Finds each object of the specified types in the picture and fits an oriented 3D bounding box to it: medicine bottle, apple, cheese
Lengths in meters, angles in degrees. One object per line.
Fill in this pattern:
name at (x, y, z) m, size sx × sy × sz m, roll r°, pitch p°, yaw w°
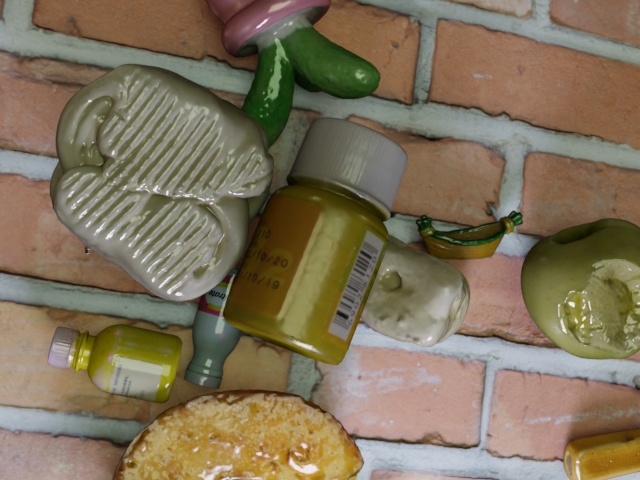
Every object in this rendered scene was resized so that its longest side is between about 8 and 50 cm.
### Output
medicine bottle at (-0.184, 0.154, 1.421) m, size 0.091 × 0.090 × 0.216 m, roll 17°, pitch 84°, yaw -11°
medicine bottle at (-0.357, 0.204, 1.365) m, size 0.213 × 0.122 × 0.121 m, roll 14°, pitch 84°, yaw -11°
apple at (0.521, 0.091, 1.506) m, size 0.279 × 0.279 × 0.279 m, roll 1°, pitch 87°, yaw -13°
cheese at (0.159, 0.095, 1.481) m, size 0.248 × 0.251 × 0.173 m, roll 26°, pitch 95°, yaw 26°
medicine bottle at (0.000, 0.000, 1.353) m, size 0.224 × 0.224 × 0.384 m, roll 23°, pitch 80°, yaw -10°

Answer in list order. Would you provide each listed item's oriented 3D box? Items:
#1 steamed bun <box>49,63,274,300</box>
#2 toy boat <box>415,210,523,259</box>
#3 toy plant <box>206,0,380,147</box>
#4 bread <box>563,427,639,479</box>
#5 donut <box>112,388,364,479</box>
steamed bun at (-0.279, -0.114, 1.332) m, size 0.368 × 0.255 × 0.342 m, roll 39°, pitch 85°, yaw -23°
toy boat at (0.289, -0.014, 1.536) m, size 0.230 × 0.089 × 0.088 m, roll -2°, pitch 108°, yaw -20°
toy plant at (-0.090, -0.364, 1.427) m, size 0.317 × 0.210 × 0.356 m, roll -24°, pitch 98°, yaw 20°
bread at (0.606, 0.430, 1.592) m, size 0.239 × 0.074 × 0.092 m, roll -6°, pitch 95°, yaw -13°
donut at (-0.164, 0.436, 1.379) m, size 0.378 × 0.163 × 0.435 m, roll 41°, pitch 82°, yaw -6°
